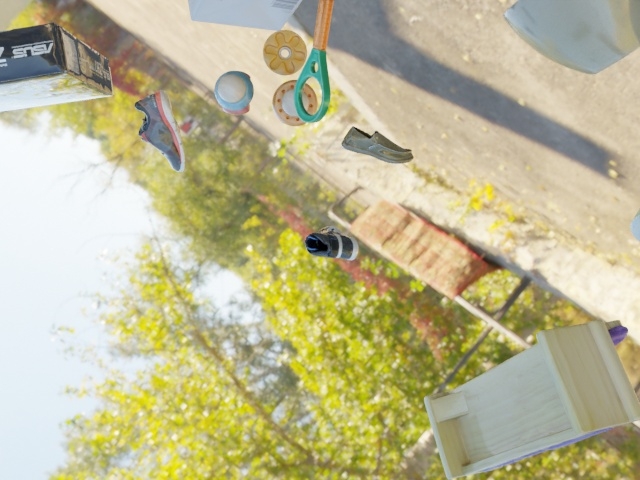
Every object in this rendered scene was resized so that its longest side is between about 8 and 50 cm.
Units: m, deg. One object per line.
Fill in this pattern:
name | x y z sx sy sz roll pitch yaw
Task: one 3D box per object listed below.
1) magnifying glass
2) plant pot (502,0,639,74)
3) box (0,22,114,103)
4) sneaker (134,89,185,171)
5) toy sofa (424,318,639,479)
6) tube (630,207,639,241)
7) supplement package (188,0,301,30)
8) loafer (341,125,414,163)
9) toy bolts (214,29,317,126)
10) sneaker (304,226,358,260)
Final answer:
magnifying glass | -0.007 -0.336 1.349 0.026 0.231 0.092 -7 -153 -39
plant pot | 0.507 -0.419 1.316 0.191 0.284 0.284 57 177 -2
box | -0.597 -0.316 1.372 0.395 0.317 0.097 -131 34 -82
sneaker | -0.268 -0.178 1.193 0.061 0.064 0.158 -110 7 -47
toy sofa | 0.336 0.259 1.133 0.362 0.177 0.150 -50 49 54
tube | 0.595 -0.080 1.209 0.062 0.240 0.070 -1 124 46
supplement package | -0.134 -0.537 1.214 0.175 0.293 0.177 -3 163 -30
loafer | 0.116 -0.189 1.419 0.147 0.050 0.056 13 -159 2
toy bolts | -0.123 -0.359 1.585 0.228 0.219 0.158 -4 -172 -1
sneaker | 0.000 0.000 1.921 0.121 0.079 0.216 7 -175 -29
